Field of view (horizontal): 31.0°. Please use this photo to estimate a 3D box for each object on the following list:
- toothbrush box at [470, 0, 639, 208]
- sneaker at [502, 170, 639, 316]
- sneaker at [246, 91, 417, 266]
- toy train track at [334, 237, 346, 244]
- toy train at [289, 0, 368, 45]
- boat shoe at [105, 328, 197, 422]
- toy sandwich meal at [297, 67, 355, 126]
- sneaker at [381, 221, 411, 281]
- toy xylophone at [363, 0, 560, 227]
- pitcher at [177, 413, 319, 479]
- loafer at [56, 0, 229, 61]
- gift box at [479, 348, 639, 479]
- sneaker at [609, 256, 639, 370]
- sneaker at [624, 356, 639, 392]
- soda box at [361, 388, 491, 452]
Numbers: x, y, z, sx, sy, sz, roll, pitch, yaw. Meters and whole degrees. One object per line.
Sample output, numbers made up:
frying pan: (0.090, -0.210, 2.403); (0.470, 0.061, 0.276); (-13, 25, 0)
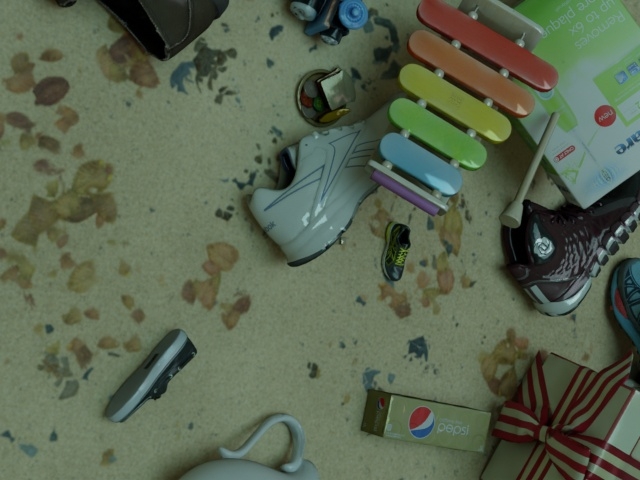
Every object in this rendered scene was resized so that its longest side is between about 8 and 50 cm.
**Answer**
toothbrush box: (0.360, -0.219, 1.611); (0.206, 0.122, 0.283); (-36, 96, 6)
sneaker: (0.372, -0.038, 1.720); (0.162, 0.106, 0.281); (41, 72, -22)
sneaker: (0.026, -0.104, 1.509); (0.129, 0.111, 0.297); (45, 64, -8)
toy train track: (0.000, 0.000, 1.546); (0.083, 0.014, 0.048); (1, 91, -32)
toy train: (0.023, -0.351, 1.516); (0.105, 0.080, 0.184); (25, 81, -20)
boat shoe: (-0.203, 0.171, 1.410); (0.040, 0.049, 0.142); (49, 66, -23)
toy sandwich meal: (0.009, -0.191, 1.536); (0.086, 0.029, 0.085); (-1, 92, -31)
sneaker: (0.107, 0.016, 1.599); (0.031, 0.035, 0.083); (0, 92, -30)
toy xylophone: (0.194, -0.159, 1.477); (0.236, 0.081, 0.322); (23, 68, -4)
pitcher: (-0.091, 0.310, 1.452); (0.207, 0.125, 0.177); (4, 69, -41)
loafer: (-0.267, -0.329, 1.304); (0.366, 0.134, 0.130); (33, 75, -28)
gift box: (0.403, 0.300, 1.652); (0.258, 0.255, 0.276); (29, 83, -21)
sneaker: (0.544, 0.132, 1.776); (0.104, 0.125, 0.261); (-3, 63, -33)
sneaker: (0.561, 0.226, 1.852); (0.232, 0.090, 0.115); (-17, 97, -31)
soda box: (0.150, 0.255, 1.620); (0.181, 0.058, 0.061); (15, 84, -30)
